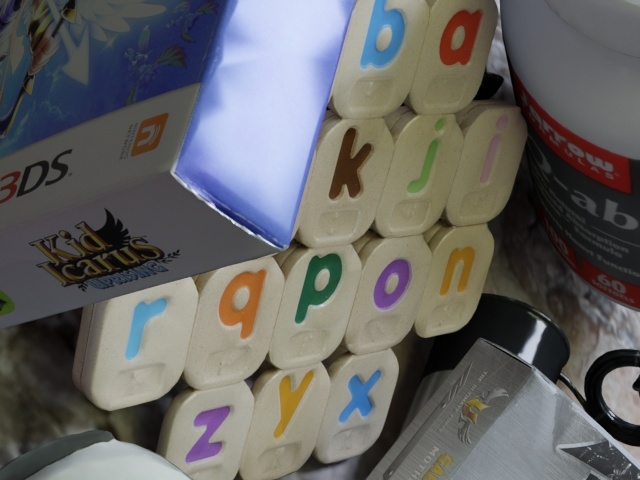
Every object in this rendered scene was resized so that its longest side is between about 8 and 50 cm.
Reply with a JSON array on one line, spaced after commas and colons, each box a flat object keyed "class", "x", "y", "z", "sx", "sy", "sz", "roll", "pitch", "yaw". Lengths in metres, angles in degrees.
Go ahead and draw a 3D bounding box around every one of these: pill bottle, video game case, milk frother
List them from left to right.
[{"class": "video game case", "x": -0.084, "y": -0.099, "z": 0.663, "sx": 0.061, "sy": 0.244, "sz": 0.270, "roll": 35, "pitch": 56, "yaw": -34}, {"class": "milk frother", "x": 0.125, "y": 0.117, "z": 0.903, "sx": 0.129, "sy": 0.143, "sz": 0.135, "roll": 48, "pitch": 50, "yaw": -32}, {"class": "pill bottle", "x": 0.215, "y": -0.108, "z": 0.901, "sx": 0.363, "sy": 0.210, "sz": 0.210, "roll": 61, "pitch": 34, "yaw": -63}]

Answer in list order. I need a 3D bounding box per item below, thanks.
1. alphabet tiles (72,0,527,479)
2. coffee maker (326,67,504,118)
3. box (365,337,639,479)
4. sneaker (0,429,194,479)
[{"class": "alphabet tiles", "x": 0.000, "y": 0.000, "z": 0.790, "sx": 0.284, "sy": 0.021, "sz": 0.278, "roll": -8, "pitch": 120, "yaw": -45}, {"class": "coffee maker", "x": 0.016, "y": -0.164, "z": 0.878, "sx": 0.171, "sy": 0.120, "sz": 0.178, "roll": 3, "pitch": 77, "yaw": -45}, {"class": "box", "x": 0.080, "y": 0.195, "z": 0.817, "sx": 0.231, "sy": 0.056, "sz": 0.183, "roll": -50, "pitch": 121, "yaw": -6}, {"class": "sneaker", "x": -0.019, "y": 0.279, "z": 0.651, "sx": 0.158, "sy": 0.182, "sz": 0.410, "roll": -36, "pitch": 104, "yaw": -10}]
